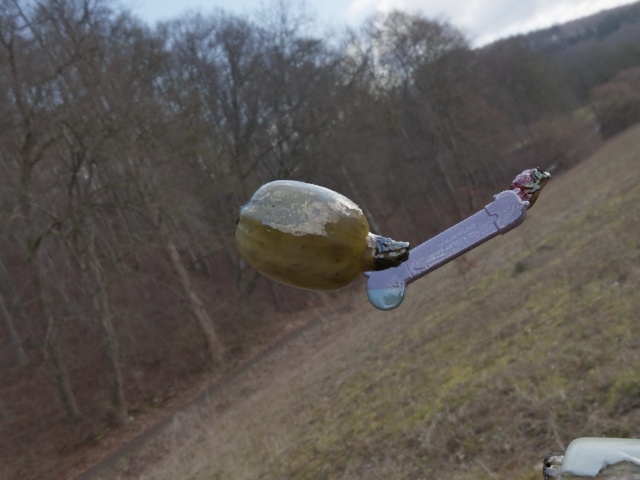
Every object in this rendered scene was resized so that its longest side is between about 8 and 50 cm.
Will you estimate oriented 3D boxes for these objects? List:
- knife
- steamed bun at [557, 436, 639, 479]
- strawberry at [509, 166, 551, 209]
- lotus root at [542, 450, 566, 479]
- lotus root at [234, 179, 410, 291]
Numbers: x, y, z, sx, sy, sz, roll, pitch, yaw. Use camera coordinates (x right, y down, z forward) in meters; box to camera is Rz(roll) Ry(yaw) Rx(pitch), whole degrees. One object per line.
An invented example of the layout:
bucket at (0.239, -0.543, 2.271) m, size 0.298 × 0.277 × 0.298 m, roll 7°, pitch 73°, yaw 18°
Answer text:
knife at (0.271, 0.019, 1.445) m, size 0.399 × 0.132 × 0.038 m, roll -31°, pitch -32°, yaw 11°
steamed bun at (0.327, 0.282, 0.637) m, size 0.226 × 0.170 × 0.200 m, roll 0°, pitch 47°, yaw 21°
strawberry at (0.560, -0.127, 1.830) m, size 0.147 × 0.082 × 0.187 m, roll -31°, pitch -30°, yaw -30°
lotus root at (0.697, 0.644, 1.680) m, size 0.078 × 0.330 × 0.167 m, roll 118°, pitch 176°, yaw -49°
lotus root at (0.000, 0.000, 1.159) m, size 0.183 × 0.310 × 0.182 m, roll 17°, pitch -90°, yaw -76°
